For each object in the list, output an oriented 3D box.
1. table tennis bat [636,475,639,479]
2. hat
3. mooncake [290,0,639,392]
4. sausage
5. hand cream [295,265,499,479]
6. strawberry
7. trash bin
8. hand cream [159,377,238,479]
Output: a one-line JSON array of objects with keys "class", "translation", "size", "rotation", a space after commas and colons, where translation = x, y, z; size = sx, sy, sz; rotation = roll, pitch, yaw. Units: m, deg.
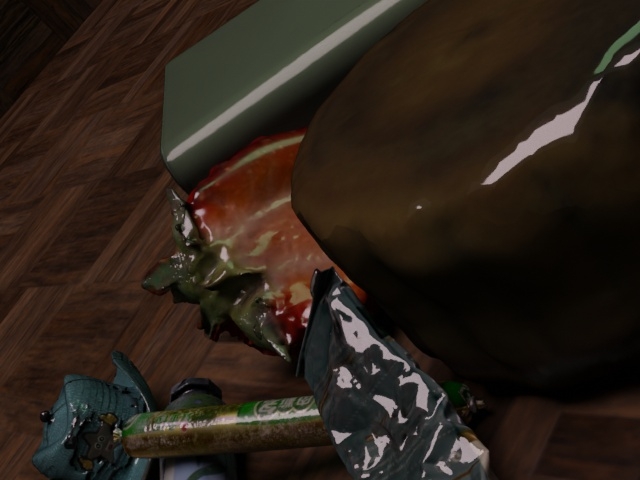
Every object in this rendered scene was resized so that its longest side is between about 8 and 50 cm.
[{"class": "table tennis bat", "translation": [0.153, 0.152, 0.422], "size": [0.246, 0.022, 0.138], "rotation": [-47, 25, -7]}, {"class": "hat", "translation": [-0.189, 0.152, 0.830], "size": [0.138, 0.077, 0.191], "rotation": [-66, 21, -9]}, {"class": "mooncake", "translation": [0.135, -0.057, 0.602], "size": [0.290, 0.161, 0.290], "rotation": [-34, 26, 19]}, {"class": "sausage", "translation": [-0.023, 0.115, 0.659], "size": [0.269, 0.033, 0.033], "rotation": [-10, 39, 26]}, {"class": "hand cream", "translation": [0.042, 0.111, 0.544], "size": [0.075, 0.052, 0.248], "rotation": [-56, 41, 15]}, {"class": "strawberry", "translation": [-0.008, -0.012, 0.777], "size": [0.228, 0.174, 0.098], "rotation": [-49, -16, -26]}, {"class": "trash bin", "translation": [0.048, -0.153, 0.890], "size": [0.343, 0.158, 0.223], "rotation": [-33, 29, 12]}, {"class": "hand cream", "translation": [-0.075, 0.186, 0.687], "size": [0.088, 0.055, 0.256], "rotation": [-45, 29, 19]}]
